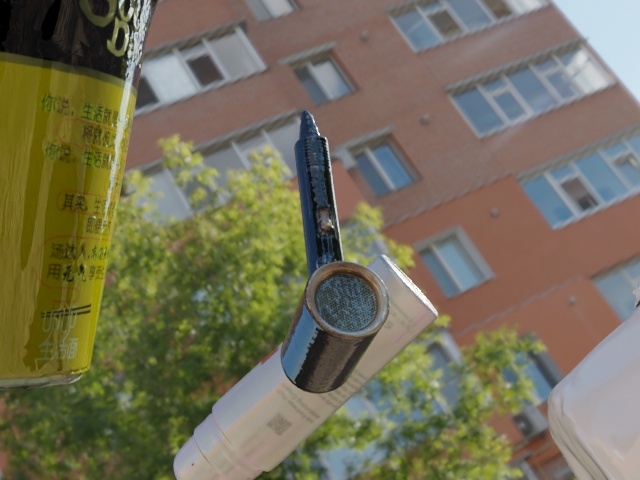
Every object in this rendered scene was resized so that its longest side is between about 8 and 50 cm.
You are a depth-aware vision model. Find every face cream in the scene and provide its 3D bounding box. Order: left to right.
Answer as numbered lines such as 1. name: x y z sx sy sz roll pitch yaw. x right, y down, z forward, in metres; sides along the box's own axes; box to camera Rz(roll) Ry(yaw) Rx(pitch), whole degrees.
1. face cream: -0.026 0.165 1.161 0.345 0.102 0.102 -42 -27 6

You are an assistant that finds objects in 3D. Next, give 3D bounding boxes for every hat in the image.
1. hat: 0.198 0.098 0.533 0.126 0.203 0.203 -38 -25 -4

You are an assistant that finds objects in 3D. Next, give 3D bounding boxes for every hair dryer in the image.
1. hair dryer: 0.000 0.000 0.913 0.070 0.255 0.128 2 -33 -13

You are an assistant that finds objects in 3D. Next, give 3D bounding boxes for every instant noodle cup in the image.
1. instant noodle cup: -0.189 -0.046 0.548 0.216 0.236 0.215 3 -1 0
